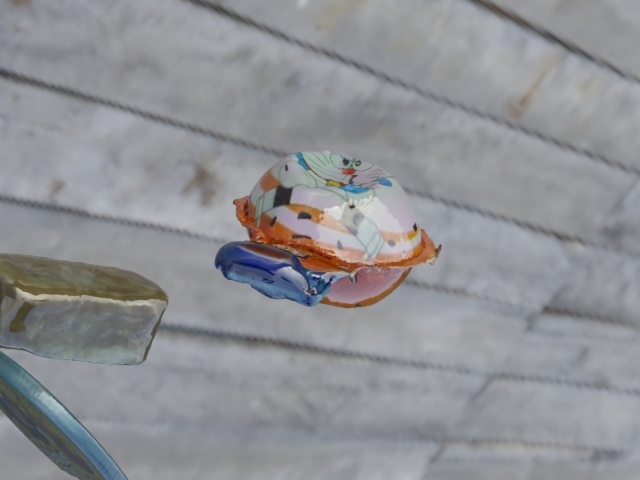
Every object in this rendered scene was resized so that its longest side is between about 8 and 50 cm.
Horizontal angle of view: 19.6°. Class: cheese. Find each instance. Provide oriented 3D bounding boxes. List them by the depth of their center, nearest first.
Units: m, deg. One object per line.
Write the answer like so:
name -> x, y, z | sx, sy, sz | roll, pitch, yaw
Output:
cheese -> 0.000, 0.000, 1.837 | 0.329, 0.217, 0.129 | -34, 139, -66

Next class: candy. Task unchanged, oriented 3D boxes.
candy -> -0.297, 0.083, 2.193 | 0.234, 0.102, 0.104 | 6, 117, -40

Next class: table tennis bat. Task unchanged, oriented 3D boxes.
table tennis bat -> -0.259, 0.229, 1.984 | 0.044, 0.215, 0.329 | -48, 112, -19
